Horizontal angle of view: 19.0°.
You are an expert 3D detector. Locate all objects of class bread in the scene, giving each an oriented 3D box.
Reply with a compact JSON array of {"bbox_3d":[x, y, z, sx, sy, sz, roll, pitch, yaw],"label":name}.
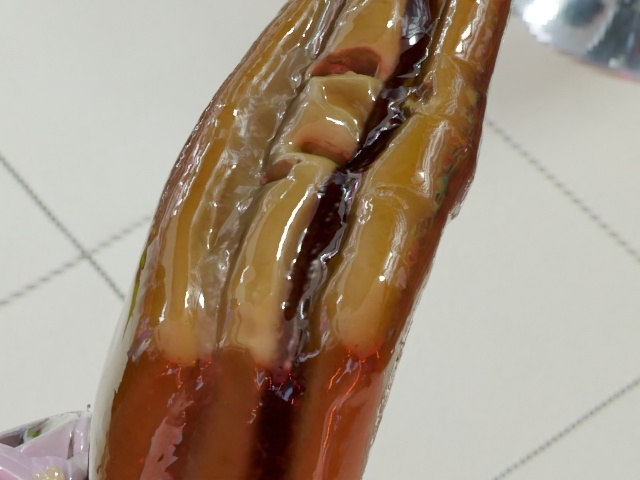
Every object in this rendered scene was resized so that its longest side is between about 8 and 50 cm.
[{"bbox_3d":[0.000,0.000,0.515,0.077,0.116,0.200,14,43,7],"label":"bread"}]

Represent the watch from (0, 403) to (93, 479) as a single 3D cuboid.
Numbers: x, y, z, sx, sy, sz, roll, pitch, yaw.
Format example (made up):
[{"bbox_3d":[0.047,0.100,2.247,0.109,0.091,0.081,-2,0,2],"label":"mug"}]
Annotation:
[{"bbox_3d":[-0.177,0.193,1.095,0.244,0.231,0.196,-21,91,-13],"label":"watch"}]
